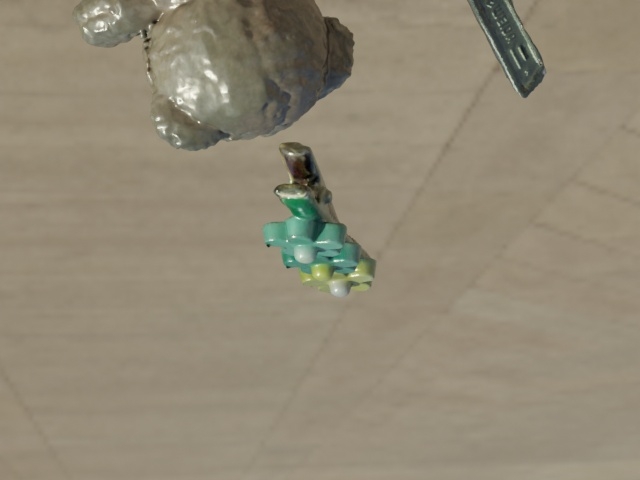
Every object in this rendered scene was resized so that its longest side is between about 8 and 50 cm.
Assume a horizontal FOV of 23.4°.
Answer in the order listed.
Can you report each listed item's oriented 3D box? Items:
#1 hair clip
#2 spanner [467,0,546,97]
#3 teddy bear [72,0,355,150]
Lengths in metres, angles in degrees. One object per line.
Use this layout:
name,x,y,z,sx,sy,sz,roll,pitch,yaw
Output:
hair clip,-0.001,0.001,0.844,0.049,0.049,0.173,-5,159,13
spanner,0.104,-0.233,1.210,0.093,0.026,0.325,-38,126,-4
teddy bear,-0.089,-0.213,1.293,0.236,0.267,0.151,-26,-173,-15
